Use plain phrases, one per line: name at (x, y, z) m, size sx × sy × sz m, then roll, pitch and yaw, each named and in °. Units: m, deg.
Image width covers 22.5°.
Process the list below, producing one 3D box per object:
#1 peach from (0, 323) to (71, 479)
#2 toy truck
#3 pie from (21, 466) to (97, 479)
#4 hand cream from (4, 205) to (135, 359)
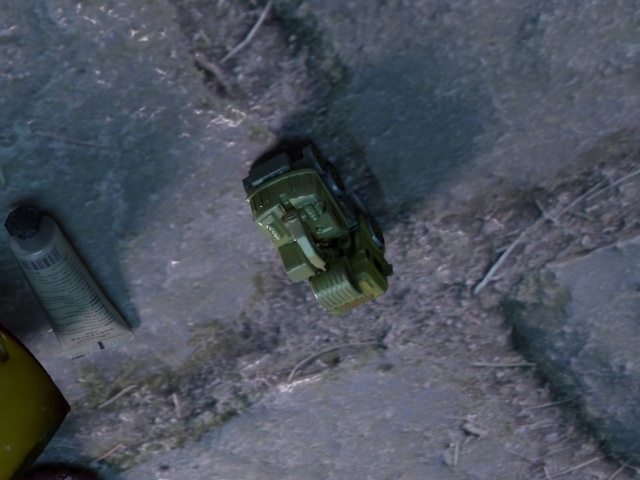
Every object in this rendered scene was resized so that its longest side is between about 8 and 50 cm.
peach at (-0.455, 0.183, 1.585) m, size 0.380 × 0.242 × 0.306 m, roll 14°, pitch 88°, yaw -23°
toy truck at (0.000, 0.000, 1.596) m, size 0.085 × 0.116 × 0.191 m, roll -25°, pitch 135°, yaw 15°
pie at (-0.322, 0.321, 1.913) m, size 0.154 × 0.036 × 0.154 m, roll -5°, pitch 136°, yaw -5°
hand cream at (-0.260, 0.048, 1.642) m, size 0.080 × 0.050 × 0.234 m, roll -16°, pitch 141°, yaw 3°
